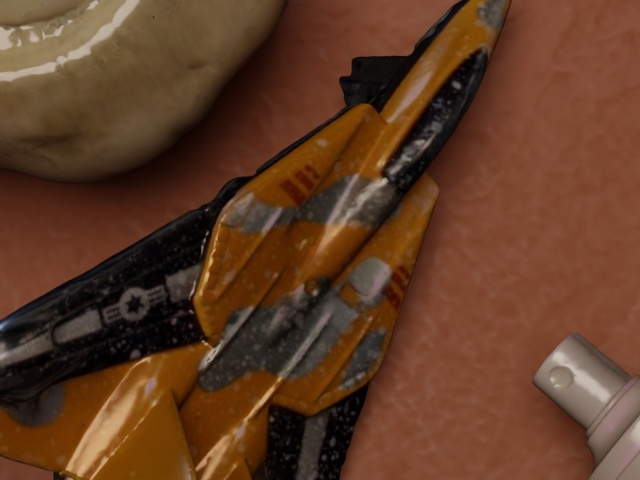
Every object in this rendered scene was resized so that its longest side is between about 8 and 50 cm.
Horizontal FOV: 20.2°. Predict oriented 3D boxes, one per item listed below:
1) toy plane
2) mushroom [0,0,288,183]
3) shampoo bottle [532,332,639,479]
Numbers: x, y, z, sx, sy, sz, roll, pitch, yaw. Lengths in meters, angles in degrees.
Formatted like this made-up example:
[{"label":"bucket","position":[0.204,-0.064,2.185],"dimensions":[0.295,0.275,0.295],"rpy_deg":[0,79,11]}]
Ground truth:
[{"label":"toy plane","position":[-0.009,0.000,0.786],"dimensions":[0.103,0.204,0.316],"rpy_deg":[-1,51,47]},{"label":"mushroom","position":[-0.146,-0.146,0.777],"dimensions":[0.260,0.234,0.254],"rpy_deg":[-33,69,-3]},{"label":"shampoo bottle","position":[0.211,0.144,0.724],"dimensions":[0.303,0.092,0.092],"rpy_deg":[42,83,16]}]
